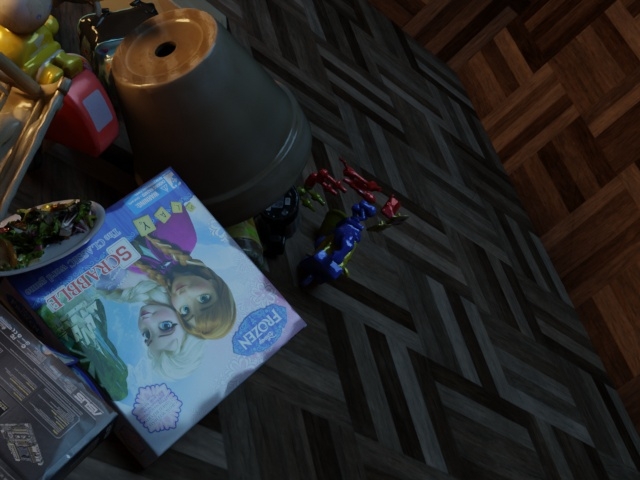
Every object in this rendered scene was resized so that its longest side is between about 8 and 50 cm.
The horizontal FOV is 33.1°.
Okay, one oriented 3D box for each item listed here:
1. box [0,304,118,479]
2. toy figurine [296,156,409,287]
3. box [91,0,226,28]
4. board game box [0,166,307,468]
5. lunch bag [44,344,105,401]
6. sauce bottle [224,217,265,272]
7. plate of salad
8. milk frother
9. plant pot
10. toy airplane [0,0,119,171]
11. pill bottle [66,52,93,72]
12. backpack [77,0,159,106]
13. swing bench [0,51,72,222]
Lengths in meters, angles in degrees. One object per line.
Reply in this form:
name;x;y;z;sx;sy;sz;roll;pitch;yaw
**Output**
box;-0.371;0.186;1.198;0.231;0.056;0.183;40;53;7
toy figurine;0.000;0.000;2.181;0.191;0.217;0.362;39;-18;-11
box;-0.361;-0.514;2.365;0.311;0.121;0.148;34;27;-29
board game box;-0.230;0.098;1.528;0.318;0.066;0.318;48;53;2
lunch bag;-0.354;0.192;1.322;0.151;0.096;0.129;48;26;23
sauce bottle;-0.188;-0.066;1.980;0.111;0.111;0.344;26;33;-41
plate of salad;-0.391;-0.014;1.462;0.200;0.200;0.048;-83;160;-60
milk frother;-0.116;-0.051;2.115;0.143;0.129;0.135;22;-16;8
plant pot;-0.206;-0.228;1.822;0.280;0.323;0.323;64;6;-46
toy airplane;-0.497;-0.319;1.631;0.384;0.272;0.386;4;59;-32
pill bottle;-0.431;-0.250;1.879;0.086;0.086;0.152;26;32;-41
backpack;-0.359;-0.330;1.999;0.166;0.188;0.144;-22;70;-26
swing bench;-0.495;-0.147;1.366;0.254;0.165;0.253;34;68;-31
